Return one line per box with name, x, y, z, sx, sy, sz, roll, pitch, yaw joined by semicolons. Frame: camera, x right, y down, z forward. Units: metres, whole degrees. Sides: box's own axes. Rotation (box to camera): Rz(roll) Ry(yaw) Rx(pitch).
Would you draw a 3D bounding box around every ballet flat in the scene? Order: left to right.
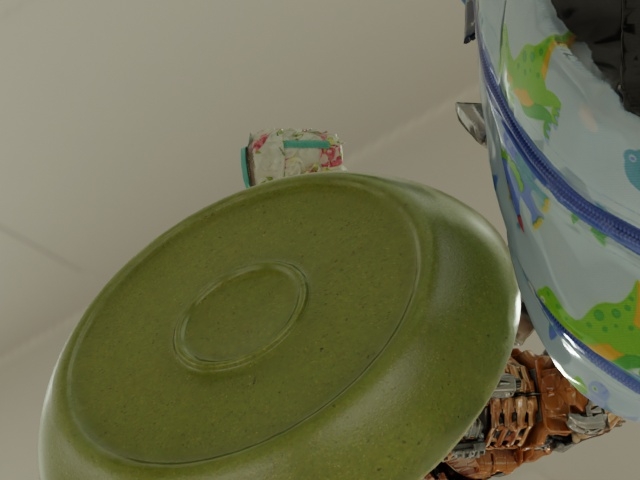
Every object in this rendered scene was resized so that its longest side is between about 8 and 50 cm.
ballet flat;0.000;0.000;1.248;0.077;0.241;0.091;-11;-118;2

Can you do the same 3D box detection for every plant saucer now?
plant saucer;-0.029;0.044;0.790;0.241;0.037;0.241;-18;-144;14

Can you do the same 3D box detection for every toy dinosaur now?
toy dinosaur;0.026;0.109;1.121;0.322;0.218;0.164;15;-106;-2

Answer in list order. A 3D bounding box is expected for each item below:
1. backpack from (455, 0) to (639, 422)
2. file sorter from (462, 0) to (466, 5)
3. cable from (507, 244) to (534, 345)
backpack;0.185;-0.091;0.706;0.290;0.273;0.355;7;-149;-3
file sorter;0.206;-0.273;1.601;0.104;0.170;0.118;55;-40;17
cable;0.217;-0.023;1.465;0.072;0.139;0.287;33;-104;32
